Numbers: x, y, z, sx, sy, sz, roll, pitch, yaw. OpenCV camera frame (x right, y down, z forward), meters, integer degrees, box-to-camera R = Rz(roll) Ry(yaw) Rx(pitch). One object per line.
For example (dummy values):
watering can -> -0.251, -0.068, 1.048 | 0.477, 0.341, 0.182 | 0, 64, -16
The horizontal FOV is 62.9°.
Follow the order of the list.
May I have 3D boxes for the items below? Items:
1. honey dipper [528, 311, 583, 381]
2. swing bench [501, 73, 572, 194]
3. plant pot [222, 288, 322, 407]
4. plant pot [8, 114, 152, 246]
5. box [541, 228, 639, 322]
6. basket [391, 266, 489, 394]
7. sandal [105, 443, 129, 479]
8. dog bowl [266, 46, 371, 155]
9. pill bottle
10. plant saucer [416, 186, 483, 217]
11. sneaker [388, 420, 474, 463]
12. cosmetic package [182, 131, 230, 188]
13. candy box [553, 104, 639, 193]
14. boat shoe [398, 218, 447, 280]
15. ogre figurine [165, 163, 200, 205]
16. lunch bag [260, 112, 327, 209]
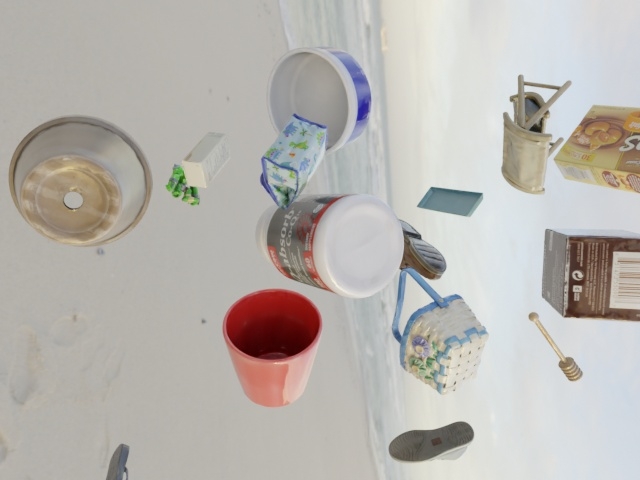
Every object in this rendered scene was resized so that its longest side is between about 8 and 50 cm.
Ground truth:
honey dipper -> 0.423, 0.189, 0.947 | 0.161, 0.030, 0.030 | 52, 18, -13
swing bench -> 0.645, -0.321, 1.607 | 0.255, 0.165, 0.253 | -60, 151, -25
plant pot -> -0.129, 0.311, 1.454 | 0.275, 0.274, 0.243 | -83, 176, -53
plant pot -> -0.545, -0.113, 1.185 | 0.280, 0.323, 0.323 | -140, -139, -65
box -> 0.572, 0.065, 1.093 | 0.203, 0.167, 0.169 | -25, 115, -78
basket -> 0.295, 0.240, 1.407 | 0.289, 0.201, 0.255 | -131, -146, -49
sandal -> -0.568, 0.681, 1.470 | 0.054, 0.097, 0.254 | 35, 18, -21
dog bowl -> -0.006, -0.351, 1.324 | 0.104, 0.264, 0.265 | -29, 119, -48
pill bottle -> 0.000, 0.000, 1.174 | 0.363, 0.210, 0.210 | 8, -76, 61
plant saucer -> 0.305, -0.091, 1.239 | 0.018, 0.067, 0.192 | 41, -9, -26
sneaker -> 0.286, 0.542, 1.351 | 0.118, 0.222, 0.083 | 80, -2, -47
cosmetic package -> -0.220, -0.158, 1.017 | 0.115, 0.041, 0.060 | -65, 159, -48
candy box -> 0.724, -0.204, 1.184 | 0.087, 0.183, 0.316 | 41, -7, -34
boat shoe -> 0.281, 0.047, 1.586 | 0.104, 0.110, 0.307 | -64, -157, 21
ogre figurine -> -0.512, -0.211, 1.960 | 0.197, 0.096, 0.118 | 19, 66, -51
lunch bag -> -0.051, -0.147, 1.021 | 0.129, 0.096, 0.151 | -59, 165, -24
